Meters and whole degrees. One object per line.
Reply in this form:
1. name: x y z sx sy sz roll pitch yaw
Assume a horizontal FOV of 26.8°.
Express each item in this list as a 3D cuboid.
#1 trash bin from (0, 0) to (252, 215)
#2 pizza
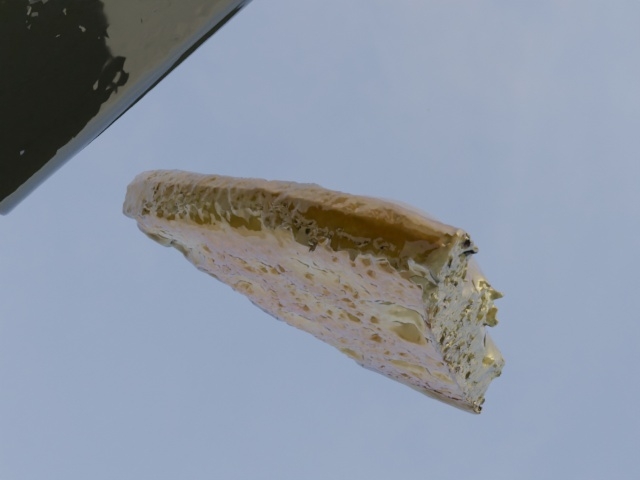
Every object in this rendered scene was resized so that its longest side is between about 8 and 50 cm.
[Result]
1. trash bin: -0.083 -0.148 0.481 0.240 0.122 0.164 -45 -126 -1
2. pizza: 0.007 0.005 0.702 0.204 0.188 0.080 19 -107 27
